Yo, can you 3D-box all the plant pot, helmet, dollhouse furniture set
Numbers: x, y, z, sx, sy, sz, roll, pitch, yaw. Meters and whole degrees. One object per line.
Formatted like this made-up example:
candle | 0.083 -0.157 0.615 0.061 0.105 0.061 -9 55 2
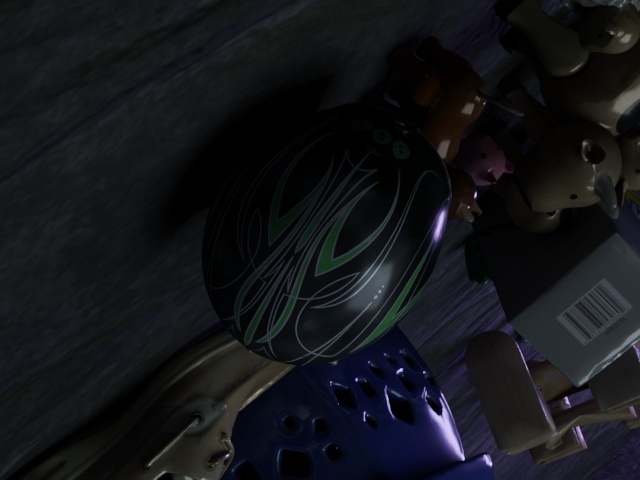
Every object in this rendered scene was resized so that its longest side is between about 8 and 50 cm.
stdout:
plant pot | 0.015 0.234 1.701 0.236 0.212 0.236 -49 162 23
helmet | 0.000 0.000 1.196 0.161 0.169 0.169 -48 171 -43
dollhouse furniture set | 0.382 0.096 2.277 0.394 0.256 0.362 -23 165 11

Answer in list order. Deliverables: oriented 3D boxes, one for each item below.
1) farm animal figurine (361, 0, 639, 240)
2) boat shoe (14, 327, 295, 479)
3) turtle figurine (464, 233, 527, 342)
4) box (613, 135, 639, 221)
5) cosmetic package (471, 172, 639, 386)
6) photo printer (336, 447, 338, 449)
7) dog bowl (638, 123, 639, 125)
farm animal figurine | 0.201 -0.102 1.362 0.327 0.172 0.330 -47 162 14
boat shoe | -0.120 0.170 1.442 0.302 0.098 0.109 -35 161 -22
turtle figurine | 0.243 0.022 1.852 0.175 0.118 0.234 -51 149 8
box | 0.341 -0.045 1.808 0.054 0.169 0.059 -36 162 -23
cosmetic package | 0.221 0.009 1.593 0.127 0.107 0.238 -42 -160 16
photo printer | 0.021 0.284 2.007 0.256 0.107 0.307 -39 163 -9
dog bowl | 0.381 -0.174 1.624 0.297 0.166 0.074 -29 170 -38
